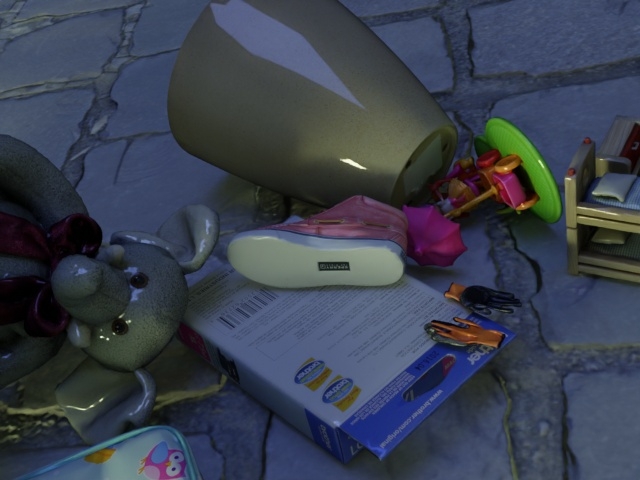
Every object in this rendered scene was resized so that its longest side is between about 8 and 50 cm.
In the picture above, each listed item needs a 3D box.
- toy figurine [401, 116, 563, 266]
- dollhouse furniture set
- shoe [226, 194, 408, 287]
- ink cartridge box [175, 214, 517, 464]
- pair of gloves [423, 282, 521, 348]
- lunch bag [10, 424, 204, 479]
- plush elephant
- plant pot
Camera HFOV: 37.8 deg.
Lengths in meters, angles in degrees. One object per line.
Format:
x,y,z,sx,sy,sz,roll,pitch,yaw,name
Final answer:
0.145,-0.039,1.001,0.159,0.130,0.173,-31,19,-6,toy figurine
0.335,-0.061,0.936,0.129,0.129,0.184,12,45,28,dollhouse furniture set
0.000,0.000,0.933,0.178,0.063,0.081,2,37,10,shoe
0.013,0.093,0.904,0.186,0.065,0.311,-36,41,-28,ink cartridge box
0.138,0.069,0.844,0.074,0.010,0.083,10,39,28,pair of gloves
-0.196,0.271,0.718,0.279,0.108,0.224,-20,36,-8,lunch bag
-0.244,0.046,0.868,0.255,0.330,0.272,5,76,22,plush elephant
0.011,-0.143,1.072,0.274,0.256,0.256,34,58,25,plant pot
